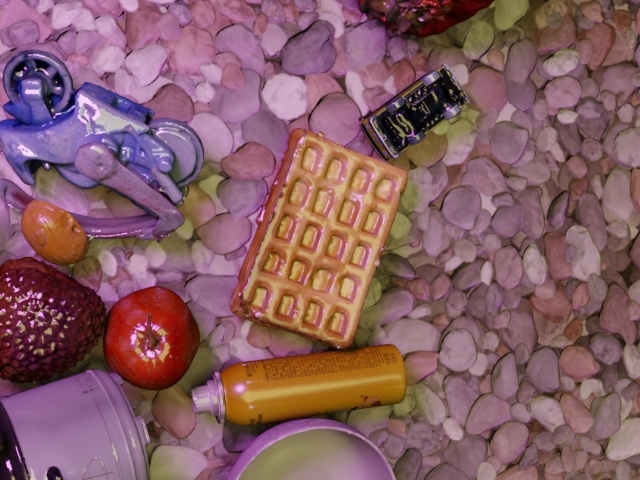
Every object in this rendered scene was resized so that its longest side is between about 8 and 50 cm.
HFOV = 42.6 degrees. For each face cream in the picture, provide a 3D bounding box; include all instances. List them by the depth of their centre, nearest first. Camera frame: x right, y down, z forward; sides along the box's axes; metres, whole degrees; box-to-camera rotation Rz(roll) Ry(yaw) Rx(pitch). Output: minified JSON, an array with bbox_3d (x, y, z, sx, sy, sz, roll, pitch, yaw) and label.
[{"bbox_3d":[-0.038,0.241,1.354,0.349,0.105,0.105,-5,94,-15],"label":"face cream"}]

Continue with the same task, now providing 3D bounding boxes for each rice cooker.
[{"bbox_3d":[-0.380,0.321,1.185,0.227,0.280,0.241,-15,100,-30],"label":"rice cooker"}]

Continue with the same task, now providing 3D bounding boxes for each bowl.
[{"bbox_3d":[-0.028,0.415,1.339,0.287,0.144,0.287,-3,100,-15],"label":"bowl"}]

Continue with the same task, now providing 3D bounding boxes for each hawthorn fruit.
[{"bbox_3d":[-0.253,0.154,1.239,0.163,0.203,0.162,-1,94,-12],"label":"hawthorn fruit"}]

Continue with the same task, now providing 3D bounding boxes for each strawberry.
[{"bbox_3d":[0.212,-0.485,1.301,0.351,0.312,0.267,-42,124,-28],"label":"strawberry"}]

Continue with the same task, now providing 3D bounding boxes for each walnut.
[{"bbox_3d":[-0.399,-0.001,1.215,0.121,0.091,0.052,57,36,-33],"label":"walnut"}]

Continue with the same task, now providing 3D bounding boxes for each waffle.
[{"bbox_3d":[0.000,0.000,1.358,0.224,0.098,0.327,21,85,-17],"label":"waffle"}]

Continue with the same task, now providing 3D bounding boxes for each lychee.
[{"bbox_3d":[-0.424,0.124,1.204,0.188,0.188,0.188,-1,93,-15],"label":"lychee"}]

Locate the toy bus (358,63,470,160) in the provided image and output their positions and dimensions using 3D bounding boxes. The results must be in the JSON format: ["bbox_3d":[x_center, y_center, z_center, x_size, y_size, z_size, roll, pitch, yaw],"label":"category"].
[{"bbox_3d":[0.153,-0.212,1.383,0.175,0.101,0.088,-37,102,-15],"label":"toy bus"}]

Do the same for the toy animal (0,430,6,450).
[{"bbox_3d":[-0.549,0.311,1.126,0.106,0.343,0.168,1,88,-56],"label":"toy animal"}]

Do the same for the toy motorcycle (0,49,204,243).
[{"bbox_3d":[-0.341,-0.113,1.210,0.319,0.182,0.241,27,86,-17],"label":"toy motorcycle"}]
